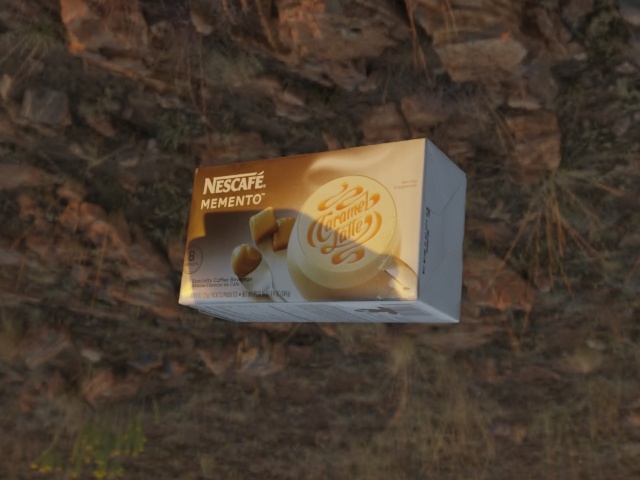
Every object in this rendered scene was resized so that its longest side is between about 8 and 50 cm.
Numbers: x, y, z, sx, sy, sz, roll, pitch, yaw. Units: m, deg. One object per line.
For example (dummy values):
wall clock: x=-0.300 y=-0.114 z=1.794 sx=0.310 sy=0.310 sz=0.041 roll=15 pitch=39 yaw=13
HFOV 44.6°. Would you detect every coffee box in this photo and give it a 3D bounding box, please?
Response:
coffee box: x=0.000 y=0.000 z=0.722 sx=0.247 sy=0.141 sz=0.098 roll=-3 pitch=163 yaw=31
